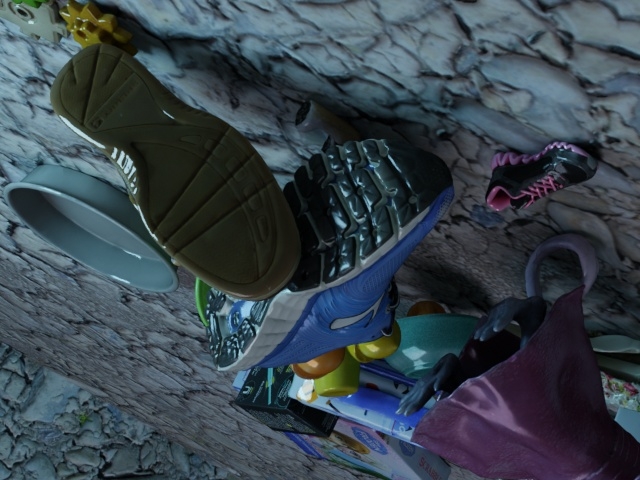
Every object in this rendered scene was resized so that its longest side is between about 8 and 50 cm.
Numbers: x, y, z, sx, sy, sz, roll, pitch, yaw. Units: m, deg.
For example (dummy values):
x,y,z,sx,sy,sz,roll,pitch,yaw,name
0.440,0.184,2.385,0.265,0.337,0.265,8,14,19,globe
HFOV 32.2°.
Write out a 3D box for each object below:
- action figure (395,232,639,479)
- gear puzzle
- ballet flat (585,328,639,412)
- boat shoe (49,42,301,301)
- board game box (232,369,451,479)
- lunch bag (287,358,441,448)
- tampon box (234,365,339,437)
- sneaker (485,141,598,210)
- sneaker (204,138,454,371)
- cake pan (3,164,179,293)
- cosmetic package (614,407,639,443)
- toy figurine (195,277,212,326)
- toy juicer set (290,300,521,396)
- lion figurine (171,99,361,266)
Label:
x,y,z,sx,sy,sz,roll,pitch,yaw,name
0.272,0.223,1.116,0.370,0.275,0.248,39,157,-2,action figure
-0.341,-0.256,1.132,0.339,0.044,0.175,26,159,2,gear puzzle
0.363,0.147,1.198,0.241,0.091,0.077,9,127,30,ballet flat
-0.127,-0.057,1.064,0.342,0.123,0.123,41,175,29,boat shoe
0.042,0.348,2.056,0.318,0.066,0.318,11,154,36,board game box
0.120,0.210,1.492,0.303,0.114,0.243,16,179,19,lunch bag
-0.042,0.248,1.846,0.101,0.120,0.161,39,156,-27,tampon box
0.189,-0.050,0.969,0.047,0.057,0.119,40,155,-25,sneaker
0.022,0.020,1.054,0.147,0.129,0.330,7,146,-35,sneaker
-0.331,-0.019,1.659,0.293,0.054,0.293,23,159,10,cake pan
0.404,0.298,1.289,0.138,0.224,0.224,14,155,29,cosmetic package
-0.052,0.070,1.488,0.159,0.130,0.173,0,170,33,toy figurine
0.116,0.104,1.280,0.329,0.089,0.209,-10,160,17,toy juicer set
0.000,0.000,1.203,0.240,0.142,0.392,27,156,-22,lion figurine
